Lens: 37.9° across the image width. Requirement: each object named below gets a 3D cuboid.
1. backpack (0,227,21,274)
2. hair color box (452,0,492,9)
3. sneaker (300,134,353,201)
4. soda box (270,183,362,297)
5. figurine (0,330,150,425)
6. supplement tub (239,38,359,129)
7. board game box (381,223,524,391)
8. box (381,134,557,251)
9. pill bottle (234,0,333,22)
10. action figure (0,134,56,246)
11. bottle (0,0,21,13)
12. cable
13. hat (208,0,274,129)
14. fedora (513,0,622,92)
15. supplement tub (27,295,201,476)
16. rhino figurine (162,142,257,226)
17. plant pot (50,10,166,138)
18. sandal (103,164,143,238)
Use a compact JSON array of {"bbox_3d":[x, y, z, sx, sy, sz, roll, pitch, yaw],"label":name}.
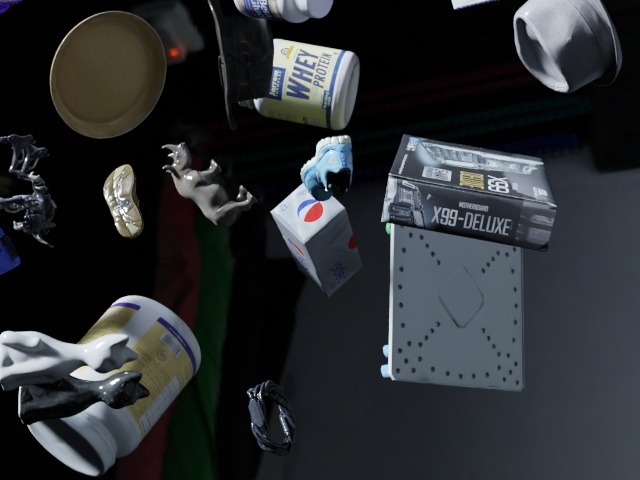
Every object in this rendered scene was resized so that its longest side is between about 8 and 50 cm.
[{"bbox_3d":[-0.593,0.011,1.618,0.101,0.098,0.120,-115,-1,-81],"label":"backpack"},{"bbox_3d":[0.265,-0.552,1.455,0.110,0.185,0.339,-34,-67,-41],"label":"hair color box"},{"bbox_3d":[0.012,-0.094,1.419,0.162,0.063,0.073,113,146,-66],"label":"sneaker"},{"bbox_3d":[0.000,0.000,1.686,0.091,0.098,0.286,45,170,22],"label":"soda box"},{"bbox_3d":[-0.393,0.215,1.513,0.215,0.209,0.092,92,172,-56],"label":"figurine"},{"bbox_3d":[-0.063,-0.467,2.770,0.235,0.324,0.235,11,-90,-82],"label":"supplement tub"},{"bbox_3d":[0.296,0.127,2.065,0.390,0.050,0.390,10,-105,-33],"label":"board game box"},{"bbox_3d":[0.231,-0.082,1.457,0.307,0.242,0.077,-61,-20,-70],"label":"box"},{"bbox_3d":[-0.063,-0.427,1.615,0.094,0.169,0.094,-21,-61,-44],"label":"pill bottle"},{"bbox_3d":[-0.730,-0.112,2.300,0.164,0.141,0.276,46,-147,-78],"label":"action figure"},{"bbox_3d":[-0.591,-0.496,1.755,0.118,0.283,0.092,-27,-83,-48],"label":"bottle"},{"bbox_3d":[-0.117,0.440,2.302,0.150,0.047,0.184,-8,-106,-62],"label":"cable"},{"bbox_3d":[-0.170,-0.424,2.138,0.331,0.134,0.331,172,90,-88],"label":"hat"},{"bbox_3d":[0.465,-0.398,1.833,0.275,0.124,0.244,58,172,-27],"label":"fedora"},{"bbox_3d":[-0.434,0.304,1.973,0.331,0.241,0.241,-52,-44,-37],"label":"supplement tub"},{"bbox_3d":[-0.262,-0.129,2.075,0.243,0.106,0.073,41,-179,3],"label":"rhino figurine"},{"bbox_3d":[-0.388,-0.302,1.694,0.236,0.032,0.236,-26,-50,-35],"label":"plant pot"},{"bbox_3d":[-0.399,-0.075,1.925,0.049,0.072,0.180,59,-171,-61],"label":"sandal"}]
